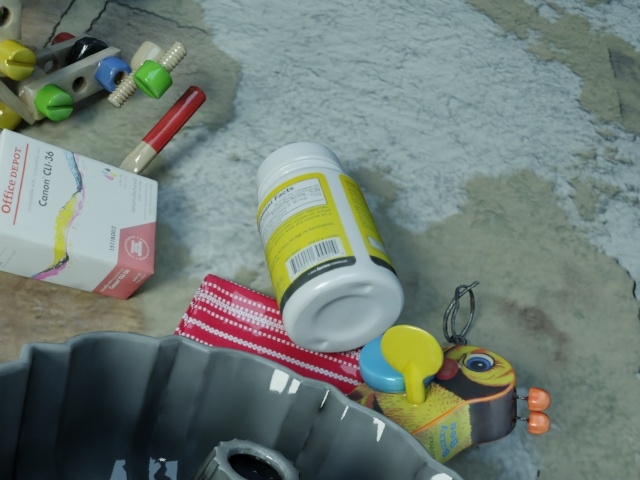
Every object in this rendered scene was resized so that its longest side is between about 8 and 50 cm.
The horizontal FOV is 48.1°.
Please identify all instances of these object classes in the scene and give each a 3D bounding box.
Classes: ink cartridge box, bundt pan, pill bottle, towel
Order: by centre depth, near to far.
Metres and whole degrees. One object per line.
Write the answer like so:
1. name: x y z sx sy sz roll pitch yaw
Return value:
1. bundt pan: -0.056 0.184 0.424 0.331 0.124 0.331 20 11 -4
2. towel: -0.072 0.170 0.672 0.199 0.031 0.274 22 54 -1
3. ink cartridge box: -0.261 -0.027 0.685 0.198 0.067 0.115 18 50 -34
4. pill bottle: 0.000 0.000 0.738 0.119 0.119 0.208 -3 46 -17

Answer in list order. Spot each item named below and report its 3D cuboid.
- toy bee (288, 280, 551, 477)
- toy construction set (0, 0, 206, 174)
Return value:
1. toy bee: 0.110 0.138 0.638 0.162 0.195 0.298 17 59 42
2. toy construction set: -0.311 -0.166 0.748 0.309 0.257 0.237 36 72 -2
